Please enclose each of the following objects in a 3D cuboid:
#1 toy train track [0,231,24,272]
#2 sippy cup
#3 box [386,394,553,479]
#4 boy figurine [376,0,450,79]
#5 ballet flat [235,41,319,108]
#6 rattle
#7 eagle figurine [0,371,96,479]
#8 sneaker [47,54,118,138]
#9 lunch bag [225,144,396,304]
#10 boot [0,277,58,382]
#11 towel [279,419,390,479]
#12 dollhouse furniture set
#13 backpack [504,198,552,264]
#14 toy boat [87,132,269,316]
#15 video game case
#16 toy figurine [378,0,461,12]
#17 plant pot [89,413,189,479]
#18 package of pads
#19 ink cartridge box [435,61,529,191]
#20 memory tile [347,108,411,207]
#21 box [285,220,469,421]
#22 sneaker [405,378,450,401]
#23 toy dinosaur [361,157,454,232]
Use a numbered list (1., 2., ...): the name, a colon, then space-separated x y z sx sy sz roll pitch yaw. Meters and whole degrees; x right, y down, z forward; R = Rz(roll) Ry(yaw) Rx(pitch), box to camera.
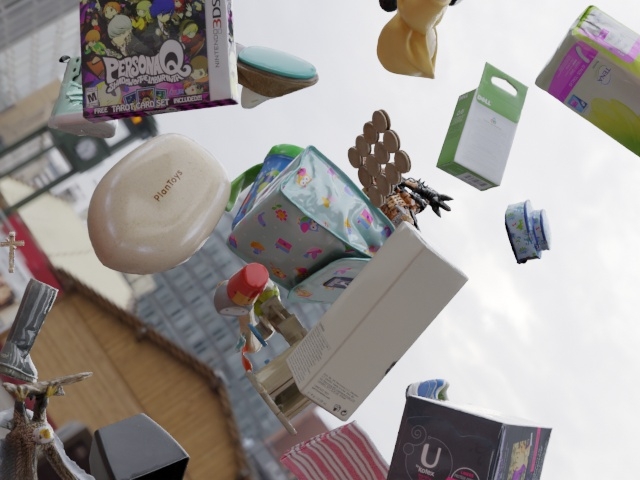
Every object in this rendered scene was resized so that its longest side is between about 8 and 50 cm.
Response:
1. toy train track: -0.616 0.023 2.109 0.014 0.048 0.083 83 3 -76
2. sippy cup: -0.079 -0.061 2.401 0.240 0.224 0.305 43 -26 -17
3. box: 0.240 0.336 1.661 0.165 0.143 0.270 12 -5 30
4. boy figurine: 0.150 -0.321 1.306 0.177 0.092 0.285 -76 -173 -59
5. ballet flat: -0.168 -0.326 2.034 0.342 0.116 0.124 21 -58 9
6. rattle: -0.162 0.152 1.960 0.142 0.200 0.130 10 -33 13
7. eagle figurine: -0.561 0.427 2.124 0.225 0.226 0.298 55 22 -78
8. sneaker: -0.399 -0.256 1.807 0.094 0.151 0.256 15 0 -29
9. lunch bag: 0.000 0.000 1.869 0.262 0.160 0.223 40 -40 -10
10. boot: -0.619 0.194 2.264 0.076 0.209 0.190 14 -14 2
11. towel: 0.033 0.435 2.035 0.144 0.197 0.029 53 31 -12
12. dollhouse furniture set: -0.063 0.214 1.825 0.183 0.129 0.129 43 -13 52
13. backpack: 0.430 -0.025 2.187 0.114 0.084 0.105 66 23 -19
14. toy boat: -0.220 -0.003 1.699 0.318 0.267 0.148 44 -32 -1
15. video game case: -0.239 -0.289 1.553 0.042 0.232 0.210 34 51 -75
16. toy figurine: 0.190 -0.576 2.172 0.213 0.209 0.148 65 21 -52
17. plant pot: -0.434 0.512 2.423 0.167 0.188 0.187 51 -38 29
18. package of pads: 0.604 -0.316 2.131 0.296 0.101 0.229 36 -22 6
19. ink cartridge box: 0.298 -0.207 1.938 0.109 0.209 0.062 26 -17 -21
20. memory tile: 0.091 -0.127 1.651 0.113 0.012 0.148 62 -29 15
21. box: 0.077 0.115 1.510 0.094 0.275 0.113 37 9 -23
22. sneaker: 0.226 0.355 1.961 0.080 0.081 0.211 1 65 -59
23. toy dinosaur: 0.170 -0.104 2.394 0.218 0.164 0.322 31 41 -36
